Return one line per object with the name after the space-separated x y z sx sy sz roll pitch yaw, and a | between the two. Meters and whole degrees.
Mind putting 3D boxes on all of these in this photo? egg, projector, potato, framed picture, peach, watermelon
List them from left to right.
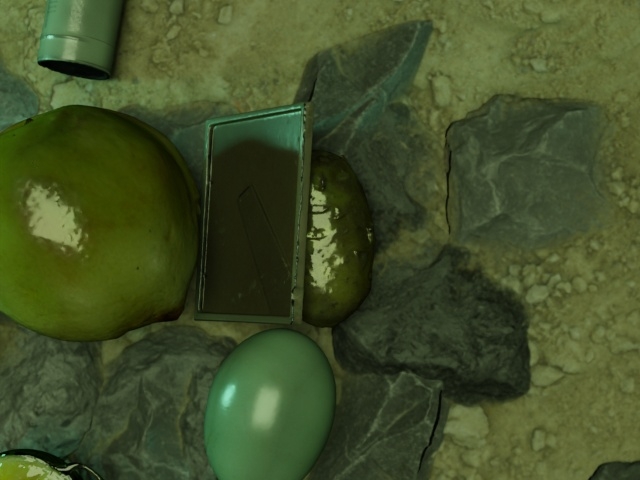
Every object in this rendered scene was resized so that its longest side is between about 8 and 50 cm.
-0.388 0.380 1.332 0.204 0.127 0.232 30 90 8 | watermelon
-0.316 -0.023 1.288 0.314 0.281 0.315 -15 91 -2 | peach
-0.326 -0.404 1.408 0.108 0.108 0.337 8 86 6 | projector
-0.094 -0.033 1.330 0.211 0.020 0.289 -2 82 46 | framed picture
-0.067 0.228 1.294 0.168 0.168 0.230 16 90 7 | egg
0.000 0.000 1.340 0.149 0.113 0.251 -9 90 3 | potato
